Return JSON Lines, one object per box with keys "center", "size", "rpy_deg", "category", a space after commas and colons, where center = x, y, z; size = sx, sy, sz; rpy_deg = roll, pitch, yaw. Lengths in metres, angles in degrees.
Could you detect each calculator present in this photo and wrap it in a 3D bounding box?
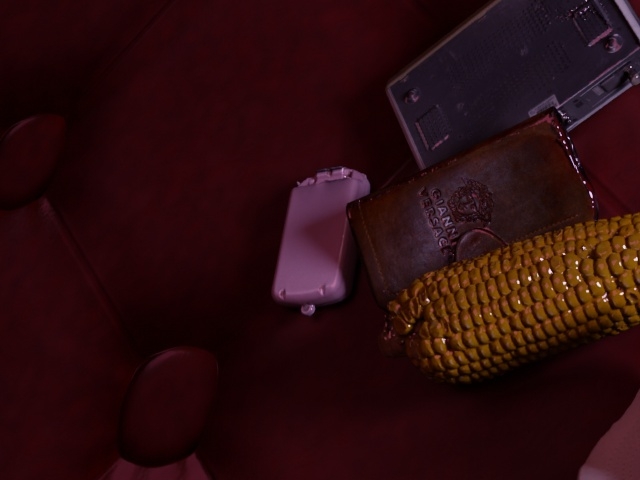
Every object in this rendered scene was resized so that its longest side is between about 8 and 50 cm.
{"center": [0.000, 0.000, 1.835], "size": [0.100, 0.032, 0.175], "rpy_deg": [-8, 61, 37], "category": "calculator"}

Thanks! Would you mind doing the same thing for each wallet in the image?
{"center": [0.148, -0.021, 1.694], "size": [0.255, 0.031, 0.137], "rpy_deg": [-25, 79, 29], "category": "wallet"}

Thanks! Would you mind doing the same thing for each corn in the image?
{"center": [0.197, 0.052, 1.581], "size": [0.322, 0.119, 0.119], "rpy_deg": [-23, 52, 27], "category": "corn"}

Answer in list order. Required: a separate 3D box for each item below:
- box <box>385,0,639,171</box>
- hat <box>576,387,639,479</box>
{"center": [0.200, -0.169, 1.760], "size": [0.270, 0.045, 0.211], "rpy_deg": [-36, 47, 19], "category": "box"}
{"center": [0.331, 0.183, 1.398], "size": [0.301, 0.168, 0.258], "rpy_deg": [-117, 47, -66], "category": "hat"}
